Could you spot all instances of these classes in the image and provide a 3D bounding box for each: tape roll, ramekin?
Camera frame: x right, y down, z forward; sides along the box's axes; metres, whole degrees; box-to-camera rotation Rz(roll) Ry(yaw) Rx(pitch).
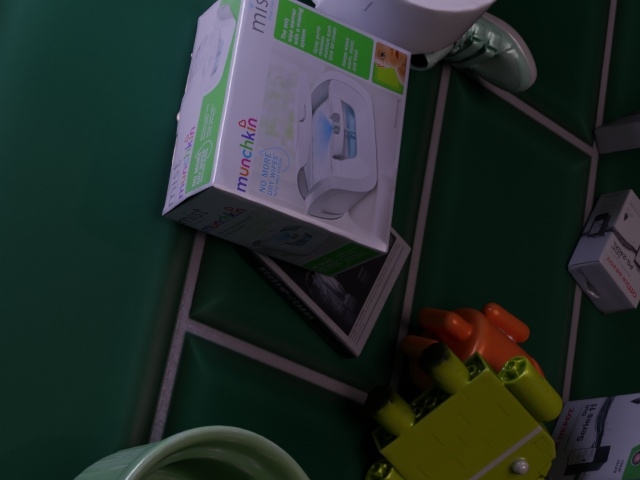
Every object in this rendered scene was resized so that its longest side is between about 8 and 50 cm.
[{"bbox_3d":[0.099,-0.375,1.718,0.286,0.100,0.286,13,60,-23],"label":"tape roll"},{"bbox_3d":[-0.142,0.341,1.387,0.303,0.148,0.304,10,75,-41],"label":"ramekin"}]

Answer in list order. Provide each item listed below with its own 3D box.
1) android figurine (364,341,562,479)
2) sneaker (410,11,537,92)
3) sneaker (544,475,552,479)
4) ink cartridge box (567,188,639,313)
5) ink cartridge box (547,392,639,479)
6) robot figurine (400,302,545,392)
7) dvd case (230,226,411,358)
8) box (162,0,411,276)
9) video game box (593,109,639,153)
[{"bbox_3d":[0.179,0.247,1.681,0.248,0.056,0.273,-37,118,6],"label":"android figurine"},{"bbox_3d":[0.172,-0.247,1.827,0.256,0.094,0.151,38,52,-19],"label":"sneaker"},{"bbox_3d":[0.339,0.415,1.859,0.145,0.090,0.270,-24,100,-46],"label":"sneaker"},{"bbox_3d":[0.439,0.017,2.042,0.109,0.063,0.150,48,53,-25],"label":"ink cartridge box"},{"bbox_3d":[0.406,0.289,1.861,0.087,0.208,0.153,46,54,-23],"label":"ink cartridge box"},{"bbox_3d":[0.199,0.172,1.750,0.219,0.128,0.158,40,35,-29],"label":"robot figurine"},{"bbox_3d":[0.000,0.000,1.666,0.239,0.029,0.179,47,53,-26],"label":"dvd case"},{"bbox_3d":[-0.036,-0.123,1.564,0.231,0.126,0.262,22,64,-28],"label":"box"},{"bbox_3d":[0.549,-0.183,2.088,0.187,0.205,0.048,-25,103,-42],"label":"video game box"}]
